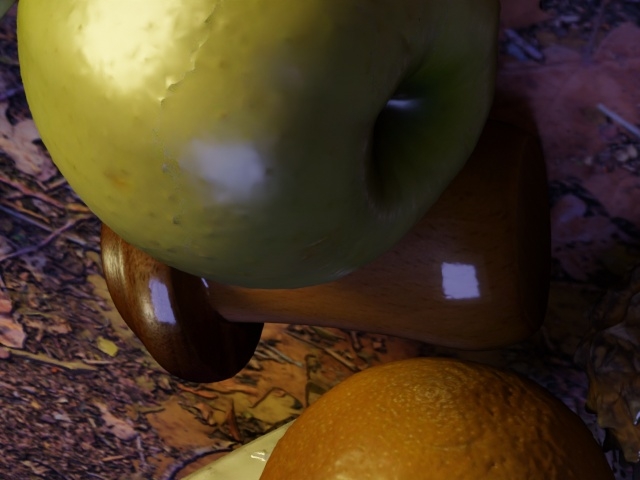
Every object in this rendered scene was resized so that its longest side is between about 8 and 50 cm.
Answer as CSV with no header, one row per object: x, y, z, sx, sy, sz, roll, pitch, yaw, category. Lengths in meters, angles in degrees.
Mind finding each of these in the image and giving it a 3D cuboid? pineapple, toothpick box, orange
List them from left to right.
0.000,0.000,1.083,0.294,0.192,0.192,-2,135,17,toothpick box
0.079,0.204,1.080,0.264,0.264,0.264,13,140,11,orange
0.303,0.147,1.144,0.175,0.175,0.361,-5,146,29,pineapple

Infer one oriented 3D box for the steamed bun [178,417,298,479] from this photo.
-0.017,0.302,1.302,0.309,0.309,0.309,13,140,11,steamed bun

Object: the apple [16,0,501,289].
-0.037,-0.106,0.908,0.279,0.279,0.279,13,140,11,apple

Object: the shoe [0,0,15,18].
-0.311,-0.173,1.054,0.262,0.140,0.128,-11,125,29,shoe
